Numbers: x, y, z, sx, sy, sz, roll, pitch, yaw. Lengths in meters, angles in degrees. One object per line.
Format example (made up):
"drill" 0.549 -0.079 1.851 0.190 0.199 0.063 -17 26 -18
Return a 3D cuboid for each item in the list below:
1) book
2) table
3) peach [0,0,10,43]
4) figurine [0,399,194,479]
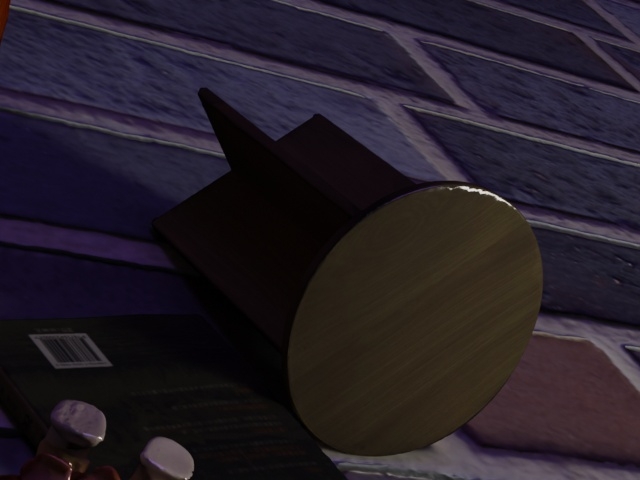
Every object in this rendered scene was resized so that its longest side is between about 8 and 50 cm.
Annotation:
"book" -0.063 0.112 0.894 0.160 0.024 0.228 2 33 -44
"table" 0.000 0.000 1.064 0.167 0.167 0.226 10 19 -36
"peach" -0.315 -0.181 0.897 0.372 0.290 0.373 22 31 -14
"figurine" -0.099 0.152 0.680 0.111 0.102 0.195 23 19 -3
